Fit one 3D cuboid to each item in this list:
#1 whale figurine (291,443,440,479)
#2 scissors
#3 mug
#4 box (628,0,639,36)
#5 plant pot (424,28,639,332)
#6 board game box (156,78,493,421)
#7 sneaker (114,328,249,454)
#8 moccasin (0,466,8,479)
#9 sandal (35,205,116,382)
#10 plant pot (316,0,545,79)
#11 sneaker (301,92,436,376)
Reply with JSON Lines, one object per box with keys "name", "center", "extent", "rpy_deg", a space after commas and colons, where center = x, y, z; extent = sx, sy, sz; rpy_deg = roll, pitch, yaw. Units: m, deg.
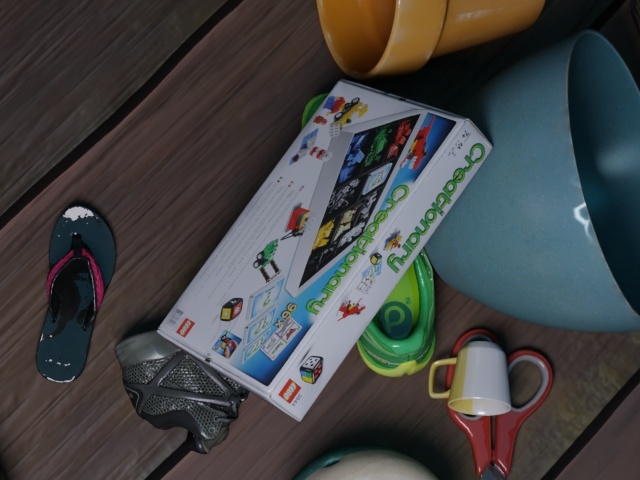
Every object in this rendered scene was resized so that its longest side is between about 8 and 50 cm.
{"name": "whale figurine", "center": [0.056, 0.321, 1.569], "extent": [0.216, 0.141, 0.272], "rpy_deg": [-27, 107, -9]}
{"name": "scissors", "center": [0.163, 0.238, 1.637], "extent": [0.109, 0.021, 0.297], "rpy_deg": [11, 79, -5]}
{"name": "mug", "center": [0.151, 0.133, 1.616], "extent": [0.078, 0.062, 0.064], "rpy_deg": [9, 70, -10]}
{"name": "box", "center": [0.399, -0.182, 1.583], "extent": [0.077, 0.242, 0.307], "rpy_deg": [-11, 62, -7]}
{"name": "plant pot", "center": [0.206, -0.038, 1.586], "extent": [0.195, 0.290, 0.290], "rpy_deg": [-15, 79, 26]}
{"name": "board game box", "center": [0.000, 0.000, 1.501], "extent": [0.305, 0.193, 0.053], "rpy_deg": [-54, 129, -9]}
{"name": "sneaker", "center": [-0.077, 0.133, 1.601], "extent": [0.228, 0.087, 0.130], "rpy_deg": [-15, 83, -5]}
{"name": "moccasin", "center": [-0.465, 0.302, 1.498], "extent": [0.380, 0.147, 0.139], "rpy_deg": [-19, 81, -9]}
{"name": "sandal", "center": [-0.243, 0.052, 1.621], "extent": [0.067, 0.040, 0.179], "rpy_deg": [9, 78, -3]}
{"name": "plant pot", "center": [0.118, -0.269, 1.651], "extent": [0.188, 0.205, 0.205], "rpy_deg": [-6, 79, -23]}
{"name": "sneaker", "center": [0.060, -0.014, 1.620], "extent": [0.109, 0.123, 0.295], "rpy_deg": [-15, 80, -8]}
